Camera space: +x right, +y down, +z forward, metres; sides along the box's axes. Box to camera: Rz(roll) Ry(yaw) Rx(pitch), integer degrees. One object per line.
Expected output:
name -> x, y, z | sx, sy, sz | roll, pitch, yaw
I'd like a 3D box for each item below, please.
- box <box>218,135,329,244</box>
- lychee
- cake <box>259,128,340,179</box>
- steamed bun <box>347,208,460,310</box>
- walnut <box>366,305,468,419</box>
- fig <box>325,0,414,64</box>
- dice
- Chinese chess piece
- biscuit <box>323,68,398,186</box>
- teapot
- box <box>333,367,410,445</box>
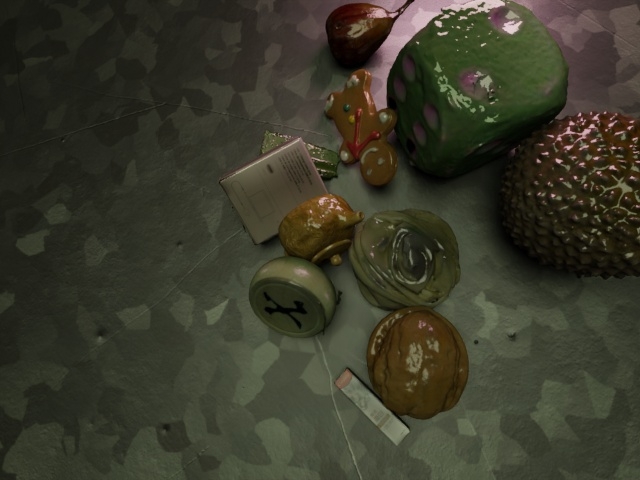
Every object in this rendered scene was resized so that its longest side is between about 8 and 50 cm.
box -> -0.122, -0.138, 1.155 | 0.251, 0.106, 0.203 | -28, 108, 1
lychee -> 0.622, -0.103, 0.956 | 0.380, 0.380, 0.432 | -27, 36, 0
cake -> -0.065, -0.242, 1.254 | 0.235, 0.099, 0.100 | 13, 78, -12
steamed bun -> 0.209, 0.044, 1.066 | 0.280, 0.207, 0.268 | -5, 76, 8
walnut -> 0.231, 0.284, 0.997 | 0.256, 0.224, 0.257 | -1, 80, 6
fig -> 0.152, -0.644, 1.251 | 0.274, 0.145, 0.170 | -20, 76, 17
dice -> 0.371, -0.363, 1.059 | 0.330, 0.322, 0.319 | -23, 79, -10
Chinese chess piece -> -0.068, 0.148, 1.068 | 0.237, 0.238, 0.092 | 16, 39, 10
biscuit -> 0.116, -0.307, 1.171 | 0.216, 0.047, 0.340 | -33, 69, 45
teapot -> 0.000, 0.000, 1.086 | 0.311, 0.203, 0.167 | -42, 70, 41
box -> 0.131, 0.422, 1.073 | 0.218, 0.039, 0.055 | 41, 86, 14
